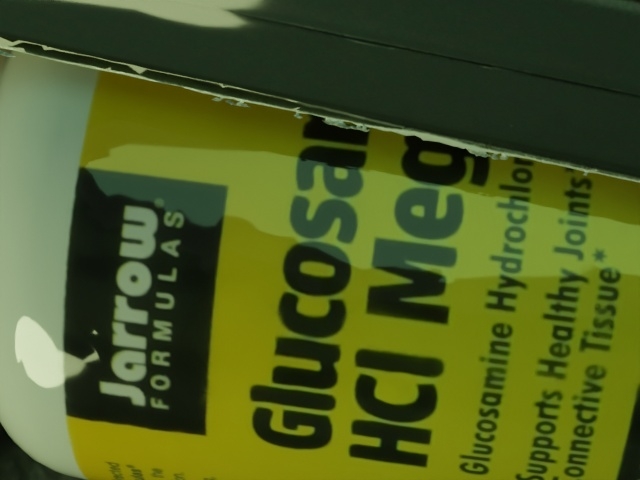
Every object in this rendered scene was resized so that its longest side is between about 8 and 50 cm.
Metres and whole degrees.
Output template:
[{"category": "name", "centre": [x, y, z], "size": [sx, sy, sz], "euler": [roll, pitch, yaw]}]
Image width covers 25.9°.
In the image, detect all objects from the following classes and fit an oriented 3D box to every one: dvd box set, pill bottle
[{"category": "dvd box set", "centre": [0.019, -0.195, 0.509], "size": [0.308, 0.062, 0.420], "euler": [12, 43, 7]}, {"category": "pill bottle", "centre": [0.000, 0.000, 0.483], "size": [0.334, 0.188, 0.187], "euler": [7, 72, 4]}]
